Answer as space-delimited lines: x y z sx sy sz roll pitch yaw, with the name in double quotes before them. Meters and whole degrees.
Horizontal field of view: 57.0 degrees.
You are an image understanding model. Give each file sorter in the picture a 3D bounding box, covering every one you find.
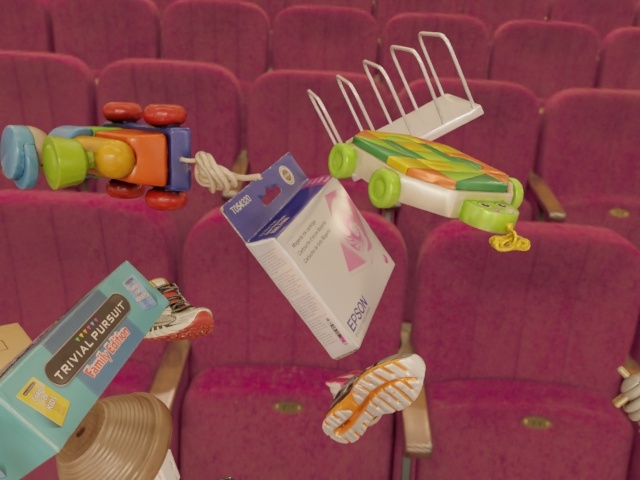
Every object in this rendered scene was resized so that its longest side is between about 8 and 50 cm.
"file sorter" 0.137 -0.276 1.174 0.278 0.173 0.193 -27 23 2

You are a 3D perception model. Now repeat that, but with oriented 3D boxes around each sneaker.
"sneaker" 0.109 0.352 1.294 0.103 0.111 0.252 -16 -2 -26
"sneaker" 0.081 0.234 0.934 0.084 0.215 0.083 41 31 -8
"sneaker" -0.247 0.105 0.905 0.225 0.092 0.088 0 -3 42

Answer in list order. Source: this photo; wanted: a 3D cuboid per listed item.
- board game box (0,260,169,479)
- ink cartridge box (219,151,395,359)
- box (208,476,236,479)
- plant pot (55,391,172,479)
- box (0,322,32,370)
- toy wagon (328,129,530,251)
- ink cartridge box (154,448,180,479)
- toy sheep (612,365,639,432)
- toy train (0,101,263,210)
"board game box" -0.348 0.191 0.654 0.079 0.336 0.254 48 21 -13
"ink cartridge box" 0.000 0.000 1.107 0.071 0.330 0.324 -29 13 29
"box" -0.225 0.720 1.467 0.143 0.270 0.165 -15 47 18
"plant pot" -0.395 0.370 1.067 0.237 0.110 0.237 -24 40 22
"box" -0.593 0.197 0.991 0.201 0.021 0.164 -9 22 -41
"toy wagon" 0.186 -0.086 0.893 0.267 0.068 0.344 -1 25 -31
"ink cartridge box" -0.424 0.577 1.475 0.122 0.088 0.052 -19 3 23
"toy sheep" 0.526 0.259 0.946 0.091 0.091 0.132 -27 71 -41
"toy train" -0.188 -0.076 0.553 0.143 0.105 0.248 -11 18 -44
